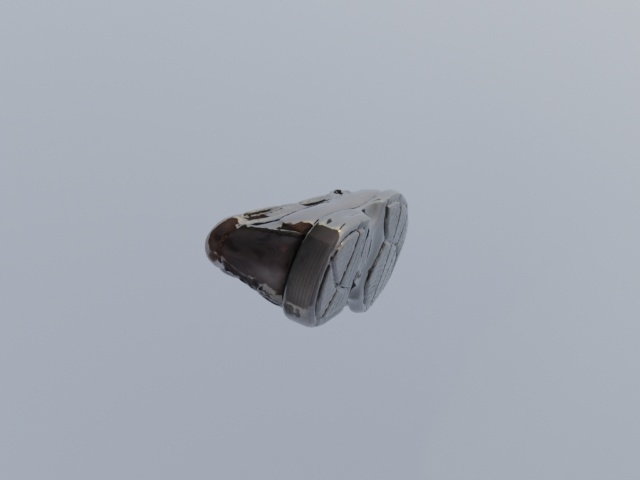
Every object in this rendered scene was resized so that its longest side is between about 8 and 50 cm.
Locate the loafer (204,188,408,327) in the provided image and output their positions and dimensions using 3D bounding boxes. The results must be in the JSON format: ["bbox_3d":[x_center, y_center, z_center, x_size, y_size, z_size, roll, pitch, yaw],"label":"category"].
[{"bbox_3d":[0.000,0.000,0.916,0.095,0.302,0.109,20,-82,12],"label":"loafer"}]
